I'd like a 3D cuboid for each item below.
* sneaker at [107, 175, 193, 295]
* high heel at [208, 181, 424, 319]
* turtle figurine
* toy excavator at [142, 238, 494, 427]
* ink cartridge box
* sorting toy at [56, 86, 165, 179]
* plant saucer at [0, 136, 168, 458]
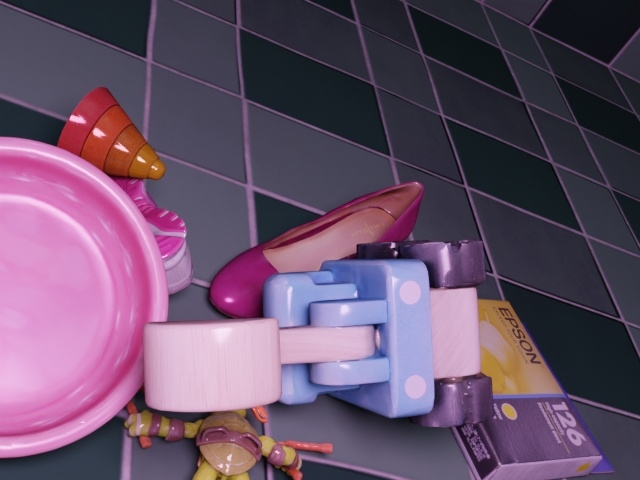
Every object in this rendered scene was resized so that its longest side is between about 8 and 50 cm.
[{"bbox_3d":[-0.246,-0.008,1.232,0.103,0.111,0.252,-27,43,-17],"label":"sneaker"},{"bbox_3d":[0.000,0.000,1.352,0.127,0.181,0.377,46,35,15],"label":"high heel"},{"bbox_3d":[-0.095,0.251,1.054,0.269,0.087,0.217,22,36,-20],"label":"turtle figurine"},{"bbox_3d":[-0.004,0.119,1.092,0.444,0.433,0.223,-4,90,-19],"label":"toy excavator"},{"bbox_3d":[0.299,0.222,1.454,0.307,0.072,0.304,4,45,-36],"label":"ink cartridge box"},{"bbox_3d":[-0.305,-0.033,1.134,0.126,0.127,0.366,29,51,3],"label":"sorting toy"},{"bbox_3d":[-0.328,0.060,0.986,0.332,0.084,0.332,8,72,-24],"label":"plant saucer"}]
